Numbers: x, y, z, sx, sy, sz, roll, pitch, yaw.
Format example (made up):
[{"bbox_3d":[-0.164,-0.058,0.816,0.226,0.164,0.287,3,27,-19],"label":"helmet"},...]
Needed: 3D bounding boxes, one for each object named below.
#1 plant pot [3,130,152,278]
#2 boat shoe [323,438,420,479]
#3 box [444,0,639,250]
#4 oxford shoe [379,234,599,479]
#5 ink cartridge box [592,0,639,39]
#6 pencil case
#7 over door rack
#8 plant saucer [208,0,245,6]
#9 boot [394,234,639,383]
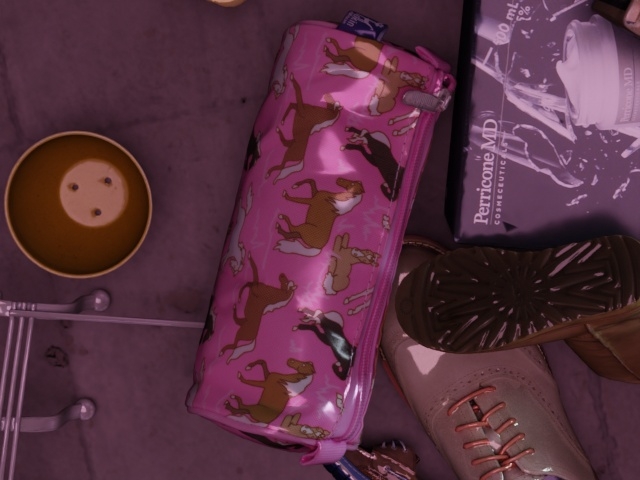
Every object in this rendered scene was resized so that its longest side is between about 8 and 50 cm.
[{"bbox_3d":[-0.217,-0.039,1.543,0.134,0.095,0.134,0,99,1],"label":"plant pot"},{"bbox_3d":[0.065,0.226,1.598,0.183,0.066,0.066,42,77,0],"label":"boat shoe"},{"bbox_3d":[0.280,-0.161,1.473,0.312,0.179,0.343,4,98,2],"label":"box"},{"bbox_3d":[0.169,0.170,1.539,0.140,0.146,0.397,-35,96,6],"label":"oxford shoe"},{"bbox_3d":[0.338,-0.152,1.285,0.234,0.193,0.088,29,100,-3],"label":"ink cartridge box"},{"bbox_3d":[0.000,0.000,1.470,0.160,0.167,0.386,17,84,-16],"label":"pencil case"},{"bbox_3d":[-0.177,0.176,1.578,0.324,0.108,0.239,7,98,-12],"label":"over door rack"},{"bbox_3d":[-0.157,-0.421,1.494,0.333,0.081,0.333,23,97,-2],"label":"plant saucer"},{"bbox_3d":[0.220,0.079,1.477,0.236,0.269,0.089,-6,72,22],"label":"boot"}]
